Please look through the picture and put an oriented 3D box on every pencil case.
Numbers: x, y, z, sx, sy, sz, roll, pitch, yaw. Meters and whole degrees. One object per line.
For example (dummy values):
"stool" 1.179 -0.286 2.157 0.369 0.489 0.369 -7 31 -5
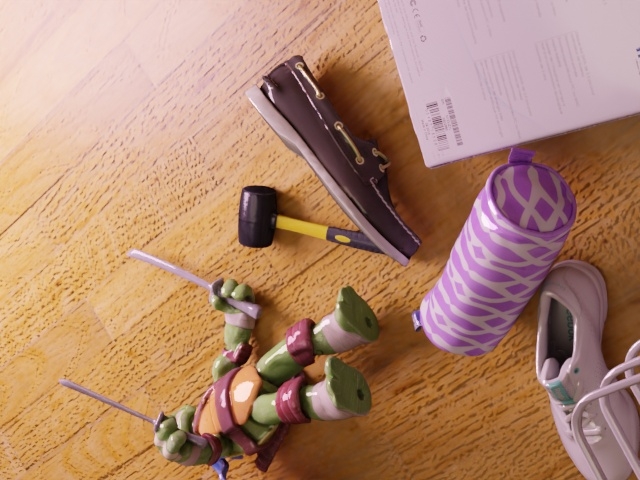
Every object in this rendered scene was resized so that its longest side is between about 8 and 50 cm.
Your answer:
"pencil case" 0.152 0.019 1.042 0.086 0.088 0.206 10 142 -11

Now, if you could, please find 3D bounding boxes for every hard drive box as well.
"hard drive box" 0.181 -0.178 0.996 0.232 0.089 0.181 -12 98 33

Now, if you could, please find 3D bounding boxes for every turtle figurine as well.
"turtle figurine" -0.093 0.122 1.183 0.266 0.198 0.275 -22 96 29

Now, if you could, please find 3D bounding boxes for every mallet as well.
"mallet" 0.000 0.000 1.189 0.189 0.039 0.062 21 113 20

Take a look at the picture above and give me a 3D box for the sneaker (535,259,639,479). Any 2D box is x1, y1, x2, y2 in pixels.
"sneaker" 0.225 0.129 1.058 0.080 0.094 0.212 -10 99 31

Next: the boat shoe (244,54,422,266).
"boat shoe" 0.024 -0.077 1.123 0.068 0.081 0.228 -41 83 0

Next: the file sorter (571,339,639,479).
"file sorter" 0.332 0.129 0.889 0.173 0.277 0.193 -29 89 35
